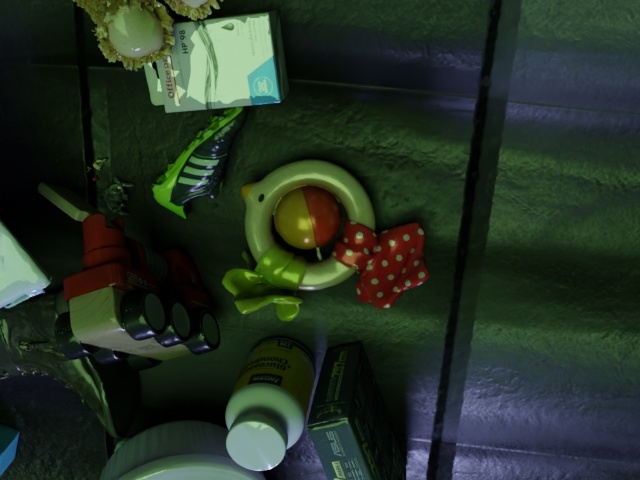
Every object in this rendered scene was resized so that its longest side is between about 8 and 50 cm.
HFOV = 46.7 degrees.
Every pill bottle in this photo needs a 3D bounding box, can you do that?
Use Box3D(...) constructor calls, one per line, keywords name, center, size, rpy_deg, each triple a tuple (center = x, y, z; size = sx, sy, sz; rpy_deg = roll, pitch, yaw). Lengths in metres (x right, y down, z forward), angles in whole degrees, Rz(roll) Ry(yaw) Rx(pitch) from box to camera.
Box3D(name="pill bottle", center=(-0.067, 0.214, 0.980), size=(0.103, 0.184, 0.103), rpy_deg=(3, 113, 6))

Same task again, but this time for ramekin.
Box3D(name="ramekin", center=(-0.198, 0.381, 1.062), size=(0.273, 0.127, 0.273), rpy_deg=(-7, 118, -13))

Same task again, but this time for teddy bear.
Box3D(name="teddy bear", center=(-0.253, -0.348, 0.807), size=(0.338, 0.113, 0.245), rpy_deg=(31, 99, -4))

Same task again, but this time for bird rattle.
Box3D(name="bird rattle", center=(0.000, 0.000, 0.920), size=(0.253, 0.143, 0.207), rpy_deg=(-15, 93, 11))

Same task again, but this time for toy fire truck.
Box3D(name="toy fire truck", center=(-0.255, 0.032, 0.951), size=(0.158, 0.217, 0.246), rpy_deg=(-17, 70, 15))

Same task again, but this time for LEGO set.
Box3D(name="LEGO set", center=(-0.280, -0.067, 0.982), size=(0.054, 0.023, 0.083), rpy_deg=(-41, 102, 21))

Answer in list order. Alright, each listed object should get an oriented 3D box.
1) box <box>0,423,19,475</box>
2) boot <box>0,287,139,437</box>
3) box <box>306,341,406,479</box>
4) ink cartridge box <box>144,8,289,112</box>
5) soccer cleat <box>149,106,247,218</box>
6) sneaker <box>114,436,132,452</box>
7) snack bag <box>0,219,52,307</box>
Box3D(name="box", center=(-0.546, 0.355, 1.073), size=(0.100, 0.244, 0.060), rpy_deg=(20, 114, -1))
Box3D(name="boot", center=(-0.402, 0.176, 1.077), size=(0.229, 0.091, 0.263), rpy_deg=(-11, 106, 18))
Box3D(name="box", center=(0.056, 0.281, 0.991), size=(0.059, 0.183, 0.232), rpy_deg=(-16, 110, 14))
Box3D(name="ink cartridge box", center=(-0.135, -0.211, 0.882), size=(0.180, 0.060, 0.104), rpy_deg=(-4, 112, 10))
Box3D(name="soccer cleat", center=(-0.141, -0.099, 0.936), size=(0.072, 0.060, 0.179), rpy_deg=(39, 119, -19))
Box3D(name="sneaker", center=(-0.255, 0.350, 1.131), size=(0.135, 0.058, 0.052), rpy_deg=(13, 113, 2))
Box3D(name="snack bag", center=(-0.528, 0.000, 0.813), size=(0.323, 0.037, 0.342), rpy_deg=(-29, 113, 6))
